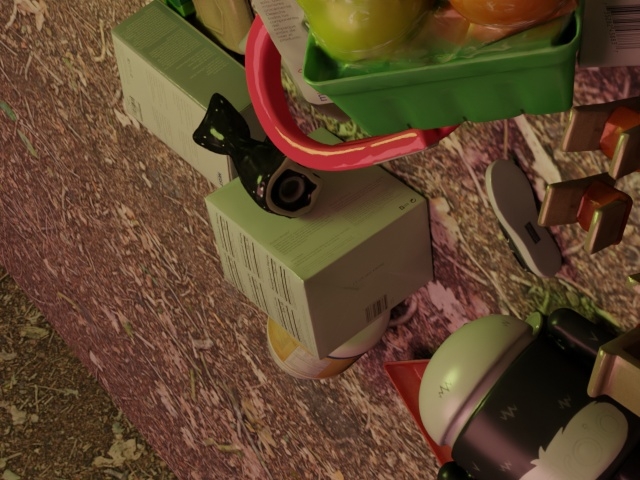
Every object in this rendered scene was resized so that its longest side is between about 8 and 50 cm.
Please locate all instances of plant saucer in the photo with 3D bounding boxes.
[{"bbox_3d":[0.215,0.255,1.630,0.259,0.048,0.258,59,156,-6],"label":"plant saucer"}]

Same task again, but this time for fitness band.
[{"bbox_3d":[0.041,-0.184,1.291,0.291,0.054,0.209,-10,98,42],"label":"fitness band"}]

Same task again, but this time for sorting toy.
[{"bbox_3d":[-0.169,-0.318,1.661,0.229,0.041,0.307,26,142,50],"label":"sorting toy"}]

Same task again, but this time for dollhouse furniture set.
[{"bbox_3d":[0.324,0.029,1.042,0.262,0.135,0.259,36,127,39],"label":"dollhouse furniture set"}]

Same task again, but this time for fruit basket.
[{"bbox_3d":[0.082,-0.248,0.982,0.327,0.165,0.353,-6,137,21],"label":"fruit basket"}]

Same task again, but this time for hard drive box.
[{"bbox_3d":[-0.173,-0.193,1.707,0.232,0.089,0.181,41,156,22],"label":"hard drive box"}]

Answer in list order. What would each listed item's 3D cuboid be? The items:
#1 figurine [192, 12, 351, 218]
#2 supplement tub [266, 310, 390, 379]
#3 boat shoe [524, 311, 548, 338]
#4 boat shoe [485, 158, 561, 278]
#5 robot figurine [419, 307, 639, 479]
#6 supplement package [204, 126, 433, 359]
[{"bbox_3d":[-0.058,-0.167,1.488,0.092,0.215,0.209,17,-164,-45],"label":"figurine"},{"bbox_3d":[0.005,0.115,1.738,0.144,0.144,0.199,54,157,7],"label":"supplement tub"},{"bbox_3d":[0.245,0.131,1.428,0.038,0.046,0.125,14,131,-4],"label":"boat shoe"},{"bbox_3d":[0.206,-0.021,1.302,0.142,0.049,0.040,61,157,-15],"label":"boat shoe"},{"bbox_3d":[0.237,0.202,1.318,0.278,0.209,0.173,38,155,17],"label":"robot figurine"},{"bbox_3d":[0.000,0.000,1.540,0.203,0.194,0.149,38,151,38],"label":"supplement package"}]
